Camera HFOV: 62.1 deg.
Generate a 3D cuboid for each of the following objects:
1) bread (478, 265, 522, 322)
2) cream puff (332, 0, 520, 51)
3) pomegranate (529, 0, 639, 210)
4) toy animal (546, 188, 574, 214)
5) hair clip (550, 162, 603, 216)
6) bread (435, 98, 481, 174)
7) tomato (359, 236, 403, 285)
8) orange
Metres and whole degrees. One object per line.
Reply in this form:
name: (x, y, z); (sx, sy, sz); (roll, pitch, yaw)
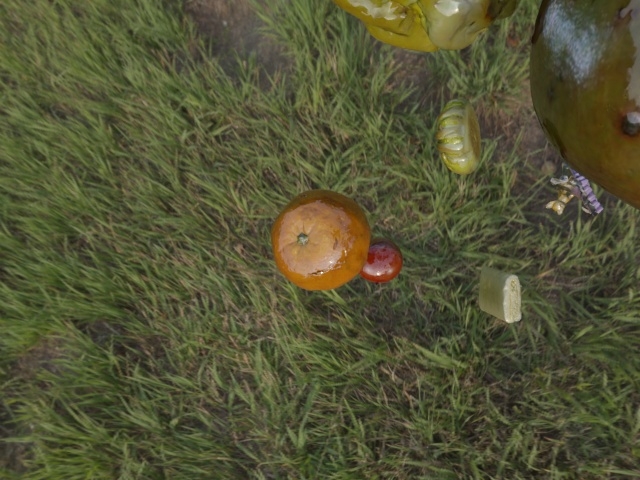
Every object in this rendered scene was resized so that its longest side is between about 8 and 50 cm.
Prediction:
bread: (0.510, 0.151, 1.509); (0.060, 0.178, 0.139); (1, 96, -6)
cream puff: (0.103, -0.383, 0.573); (0.257, 0.324, 0.290); (20, 81, 32)
pomegranate: (0.313, -0.176, 0.377); (0.291, 0.323, 0.290); (11, 31, -7)
toy animal: (0.745, -0.121, 1.661); (0.060, 0.081, 0.083); (39, 90, -14)
hair clip: (0.783, -0.141, 1.599); (0.085, 0.292, 0.106); (-38, 46, 25)
bread: (0.373, -0.282, 1.448); (0.105, 0.213, 0.213); (0, 68, 31)
tomato: (0.198, 0.064, 1.805); (0.168, 0.167, 0.167); (-4, 68, 10)
orange: (0.000, 0.000, 1.465); (0.284, 0.226, 0.283); (-5, 80, 28)
